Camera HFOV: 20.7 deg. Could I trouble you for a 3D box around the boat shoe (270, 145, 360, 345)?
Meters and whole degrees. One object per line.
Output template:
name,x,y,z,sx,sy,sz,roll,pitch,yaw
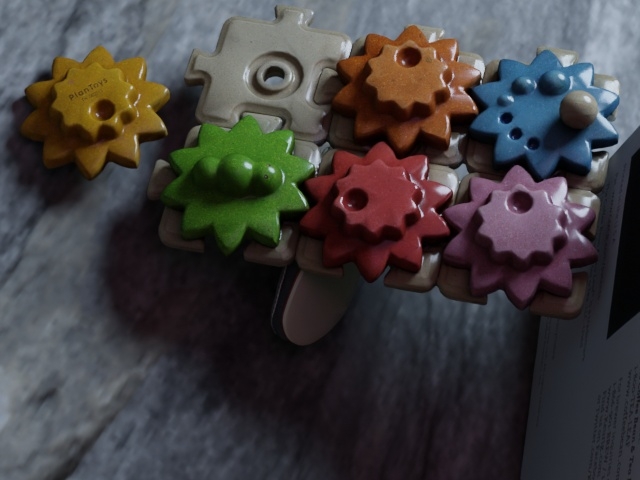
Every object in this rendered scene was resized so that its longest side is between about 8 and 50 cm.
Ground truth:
boat shoe,0.000,0.000,1.007,0.043,0.049,0.137,5,59,33

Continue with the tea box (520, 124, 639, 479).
tea box,0.287,0.129,0.933,0.323,0.220,0.329,17,63,-8

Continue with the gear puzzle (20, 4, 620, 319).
gear puzzle,-0.005,-0.065,0.983,0.339,0.044,0.175,10,62,9
